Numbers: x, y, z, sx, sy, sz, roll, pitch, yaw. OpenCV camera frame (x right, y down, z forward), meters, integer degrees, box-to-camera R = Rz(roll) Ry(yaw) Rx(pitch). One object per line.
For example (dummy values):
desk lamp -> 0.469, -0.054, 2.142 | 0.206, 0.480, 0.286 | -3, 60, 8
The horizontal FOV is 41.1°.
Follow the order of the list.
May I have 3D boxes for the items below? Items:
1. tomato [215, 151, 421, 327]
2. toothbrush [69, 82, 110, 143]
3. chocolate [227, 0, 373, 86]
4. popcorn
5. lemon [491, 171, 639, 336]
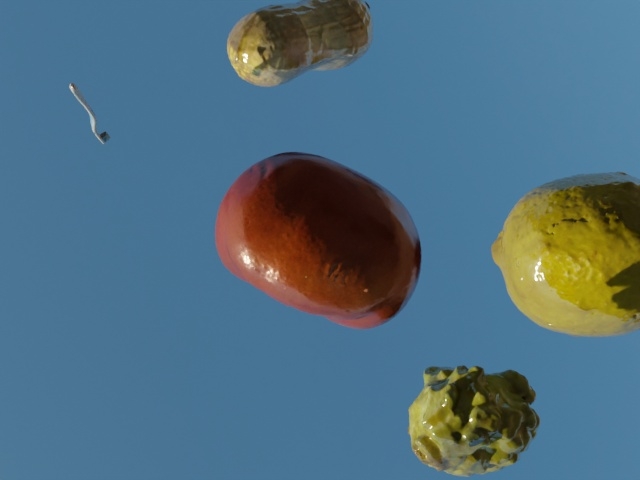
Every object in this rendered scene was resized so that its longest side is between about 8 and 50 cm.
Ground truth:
tomato -> 0.000, 0.001, 1.026 | 0.260, 0.260, 0.180 | 30, -99, -20
toothbrush -> -0.316, -0.171, 1.167 | 0.017, 0.162, 0.014 | -39, -106, -9
chocolate -> -0.020, -0.325, 1.368 | 0.309, 0.134, 0.134 | -29, -86, -45
popcorn -> 0.187, 0.223, 1.066 | 0.173, 0.173, 0.142 | 33, -128, -18
lemon -> 0.409, 0.023, 1.286 | 0.284, 0.260, 0.260 | 11, -108, -2
